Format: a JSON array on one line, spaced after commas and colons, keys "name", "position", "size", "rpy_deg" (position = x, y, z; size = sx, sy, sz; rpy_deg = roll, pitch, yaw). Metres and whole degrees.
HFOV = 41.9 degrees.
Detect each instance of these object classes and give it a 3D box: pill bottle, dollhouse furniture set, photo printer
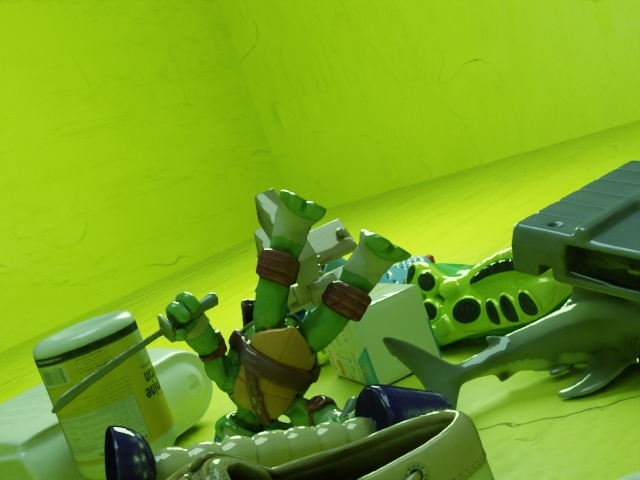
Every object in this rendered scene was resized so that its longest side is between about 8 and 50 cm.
[{"name": "pill bottle", "position": [-0.203, 0.170, 0.823], "size": [0.103, 0.184, 0.103], "rpy_deg": [-19, 6, 2]}, {"name": "dollhouse furniture set", "position": [0.000, 0.000, 1.021], "size": [0.123, 0.144, 0.151], "rpy_deg": [-24, -36, -15]}, {"name": "photo printer", "position": [-0.295, 0.223, 0.994], "size": [0.256, 0.107, 0.307], "rpy_deg": [-15, 7, 33]}]

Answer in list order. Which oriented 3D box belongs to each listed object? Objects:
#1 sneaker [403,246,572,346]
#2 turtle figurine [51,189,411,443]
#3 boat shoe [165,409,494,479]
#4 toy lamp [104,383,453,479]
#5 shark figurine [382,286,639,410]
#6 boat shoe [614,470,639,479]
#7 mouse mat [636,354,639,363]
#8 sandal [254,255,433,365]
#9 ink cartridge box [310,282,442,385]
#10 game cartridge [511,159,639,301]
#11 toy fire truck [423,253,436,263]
[{"name": "sneaker", "position": [0.194, 0.072, 0.969], "size": [0.123, 0.109, 0.295], "rpy_deg": [6, -10, -27]}, {"name": "turtle figurine", "position": [-0.037, 0.097, 0.767], "size": [0.198, 0.266, 0.275], "rpy_deg": [26, 0, 32]}, {"name": "boat shoe", "position": [-0.058, 0.186, 0.528], "size": [0.341, 0.110, 0.121], "rpy_deg": [-16, 8, 6]}, {"name": "toy lamp", "position": [-0.023, 0.158, 0.647], "size": [0.275, 0.080, 0.080], "rpy_deg": [-2, -1, -22]}, {"name": "shark figurine", "position": [0.212, 0.073, 0.753], "size": [0.278, 0.116, 0.166], "rpy_deg": [-14, 7, 28]}, {"name": "boat shoe", "position": [0.079, 0.178, 0.301], "size": [0.302, 0.114, 0.091], "rpy_deg": [-31, 5, 5]}, {"name": "mouse mat", "position": [0.340, 0.076, 0.581], "size": [0.190, 0.007, 0.153], "rpy_deg": [9, 25, 44]}, {"name": "sandal", "position": [0.033, 0.075, 1.157], "size": [0.317, 0.138, 0.126], "rpy_deg": [-22, 4, -33]}, {"name": "ink cartridge box", "position": [0.059, 0.108, 0.987], "size": [0.090, 0.092, 0.143], "rpy_deg": [-23, 6, -21]}, {"name": "game cartridge", "position": [0.363, 0.001, 0.655], "size": [0.355, 0.068, 0.230], "rpy_deg": [15, 33, 42]}, {"name": "toy fire truck", "position": [0.092, 0.073, 1.391], "size": [0.192, 0.047, 0.135], "rpy_deg": [-21, 8, -7]}]
